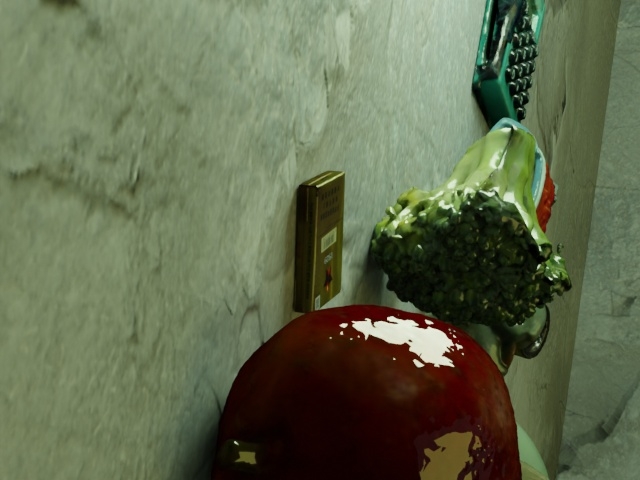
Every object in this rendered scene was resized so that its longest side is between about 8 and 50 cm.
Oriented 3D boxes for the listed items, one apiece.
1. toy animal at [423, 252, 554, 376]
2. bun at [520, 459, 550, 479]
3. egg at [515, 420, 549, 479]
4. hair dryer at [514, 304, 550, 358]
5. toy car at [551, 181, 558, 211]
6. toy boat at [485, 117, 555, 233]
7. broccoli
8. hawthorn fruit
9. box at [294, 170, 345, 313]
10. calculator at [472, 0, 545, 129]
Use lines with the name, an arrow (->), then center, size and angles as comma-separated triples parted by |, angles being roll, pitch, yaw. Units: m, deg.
toy animal -> 0.229, 0.110, 1.692 | 0.251, 0.125, 0.127 | -38, 152, 1
bun -> 0.211, 0.416, 1.556 | 0.282, 0.205, 0.281 | -16, 127, -22
egg -> 0.223, 0.367, 1.802 | 0.203, 0.203, 0.282 | 55, 30, -64
hair dryer -> 0.213, 0.148, 1.882 | 0.279, 0.135, 0.090 | -26, 123, -49
toy car -> 0.293, -0.034, 2.030 | 0.191, 0.100, 0.097 | -53, -170, 48
toy boat -> 0.246, -0.060, 1.859 | 0.133, 0.145, 0.331 | 52, 41, -27
broccoli -> 0.180, -0.024, 1.529 | 0.288, 0.248, 0.245 | -28, -130, 57
hawthorn fruit -> 0.027, 0.180, 1.114 | 0.307, 0.265, 0.265 | 18, 79, -49
box -> 0.000, 0.000, 1.301 | 0.090, 0.023, 0.133 | -34, 128, -65
calculator -> 0.308, -0.321, 2.053 | 0.248, 0.058, 0.274 | 49, 52, -65
